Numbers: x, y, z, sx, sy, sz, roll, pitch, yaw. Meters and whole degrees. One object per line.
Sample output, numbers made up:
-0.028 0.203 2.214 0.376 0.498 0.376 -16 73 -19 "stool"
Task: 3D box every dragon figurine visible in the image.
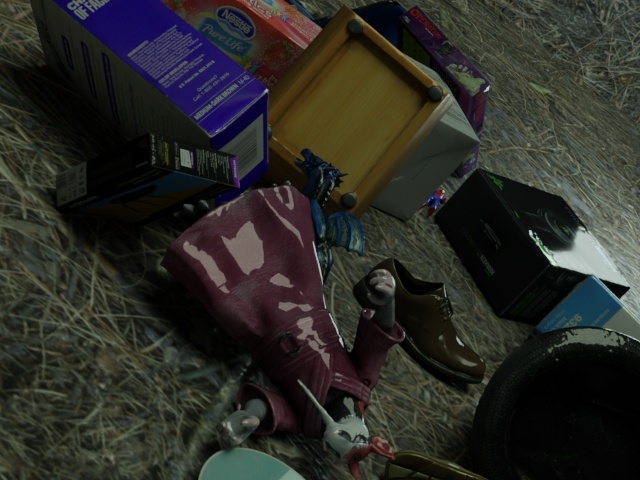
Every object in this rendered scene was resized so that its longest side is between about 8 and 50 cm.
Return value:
0.000 0.000 1.611 0.085 0.144 0.289 22 31 -34 "dragon figurine"

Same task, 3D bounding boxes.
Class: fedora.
0.334 0.261 1.601 0.334 0.334 0.152 34 -4 -16 "fedora"

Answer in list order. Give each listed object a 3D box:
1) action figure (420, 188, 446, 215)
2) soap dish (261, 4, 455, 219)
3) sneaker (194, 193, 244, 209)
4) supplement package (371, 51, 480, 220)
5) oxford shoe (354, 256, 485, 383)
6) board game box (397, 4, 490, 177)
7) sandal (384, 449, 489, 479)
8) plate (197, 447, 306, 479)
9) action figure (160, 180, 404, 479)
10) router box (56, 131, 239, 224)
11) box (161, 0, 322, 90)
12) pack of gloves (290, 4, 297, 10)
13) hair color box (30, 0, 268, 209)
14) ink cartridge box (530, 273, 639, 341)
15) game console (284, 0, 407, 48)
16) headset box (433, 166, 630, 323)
0.206 -0.074 2.157 0.038 0.030 0.115 31 22 8 "action figure"
0.037 -0.181 1.791 0.229 0.291 0.118 40 -10 -5 "soap dish"
-0.168 -0.110 1.643 0.094 0.081 0.208 14 42 -56 "sneaker"
0.126 -0.184 2.024 0.149 0.194 0.203 24 30 -34 "supplement package"
0.160 0.115 1.715 0.227 0.096 0.083 42 23 -2 "oxford shoe"
0.222 -0.269 2.238 0.208 0.056 0.347 55 -10 18 "board game box"
0.154 0.301 1.457 0.180 0.072 0.049 30 6 -15 "sandal"
-0.052 0.292 1.215 0.188 0.024 0.188 32 27 -19 "plate"
-0.042 0.122 1.394 0.370 0.248 0.276 61 -14 12 "action figure"
-0.203 -0.069 1.399 0.133 0.179 0.046 12 68 -45 "router box"
-0.155 -0.355 1.961 0.300 0.142 0.154 34 25 -15 "box"
-0.120 -0.444 2.100 0.232 0.046 0.195 18 -19 47 "pack of gloves"
-0.216 -0.209 1.522 0.339 0.185 0.110 39 67 17 "hair color box"
0.486 0.213 1.896 0.307 0.129 0.223 46 0 11 "ink cartridge box"
0.045 -0.433 2.260 0.250 0.173 0.293 51 11 19 "game console"
0.367 0.018 2.118 0.283 0.131 0.246 14 36 -44 "headset box"
